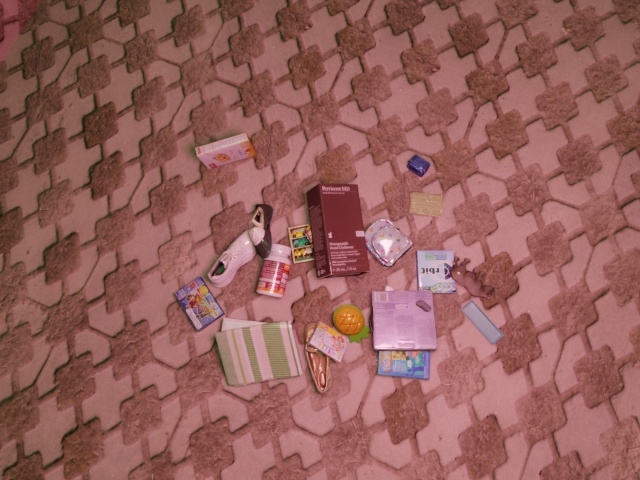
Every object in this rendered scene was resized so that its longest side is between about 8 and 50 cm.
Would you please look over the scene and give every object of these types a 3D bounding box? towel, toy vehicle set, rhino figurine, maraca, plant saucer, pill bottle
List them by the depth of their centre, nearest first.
[{"bbox_3d":[-0.252,0.468,1.755,0.326,0.038,0.247,-12,96,8],"label":"towel"},{"bbox_3d":[0.131,0.350,1.777,0.127,0.099,0.185,-34,102,9],"label":"maraca"},{"bbox_3d":[0.678,0.343,1.781,0.067,0.018,0.192,-39,78,-5],"label":"plant saucer"},{"bbox_3d":[0.645,0.174,1.782,0.243,0.073,0.106,38,63,-9],"label":"rhino figurine"},{"bbox_3d":[-0.196,0.132,1.828,0.121,0.121,0.220,11,79,6],"label":"pill bottle"},{"bbox_3d":[0.000,0.000,1.883,0.267,0.035,0.165,-11,80,1],"label":"toy vehicle set"},{"bbox_3d":[0.471,-0.160,1.896,0.148,0.027,0.109,6,79,4],"label":"towel"}]

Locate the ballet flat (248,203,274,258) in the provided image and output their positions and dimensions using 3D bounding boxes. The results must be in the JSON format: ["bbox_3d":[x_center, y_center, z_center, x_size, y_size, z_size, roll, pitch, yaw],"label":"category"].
[{"bbox_3d":[-0.263,-0.048,1.841,0.095,0.096,0.280,-36,41,34],"label":"ballet flat"}]

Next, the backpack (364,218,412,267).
[{"bbox_3d":[0.277,0.003,1.817,0.166,0.144,0.188,-45,76,0],"label":"backpack"}]

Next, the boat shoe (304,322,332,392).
[{"bbox_3d":[-0.005,0.483,1.756,0.105,0.089,0.284,-14,77,1],"label":"boat shoe"}]

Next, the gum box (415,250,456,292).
[{"bbox_3d":[0.496,0.136,1.824,0.157,0.041,0.184,0,79,3],"label":"gum box"}]

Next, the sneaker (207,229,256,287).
[{"bbox_3d":[-0.377,0.075,1.847,0.111,0.129,0.297,32,81,11],"label":"sneaker"}]

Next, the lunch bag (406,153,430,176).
[{"bbox_3d":[0.437,-0.336,1.915,0.099,0.067,0.065,37,82,11],"label":"lunch bag"}]

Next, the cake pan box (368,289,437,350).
[{"bbox_3d":[0.334,0.329,1.737,0.267,0.070,0.245,-2,63,2],"label":"cake pan box"}]

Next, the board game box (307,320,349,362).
[{"bbox_3d":[0.035,0.417,1.743,0.154,0.026,0.103,35,59,-12],"label":"board game box"}]

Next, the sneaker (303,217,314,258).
[{"bbox_3d":[-0.033,-0.012,1.837,0.084,0.069,0.185,6,73,5],"label":"sneaker"}]

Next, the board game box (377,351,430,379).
[{"bbox_3d":[0.345,0.481,1.751,0.211,0.047,0.159,5,83,5],"label":"board game box"}]

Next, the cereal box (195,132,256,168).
[{"bbox_3d":[-0.427,-0.404,1.931,0.241,0.173,0.047,-18,79,0],"label":"cereal box"}]

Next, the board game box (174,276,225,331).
[{"bbox_3d":[-0.532,0.279,1.861,0.136,0.035,0.201,-35,78,-4],"label":"board game box"}]

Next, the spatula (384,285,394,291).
[{"bbox_3d":[0.331,0.329,1.805,0.169,0.019,0.241,16,79,6],"label":"spatula"}]

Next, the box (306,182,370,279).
[{"bbox_3d":[0.072,-0.039,1.766,0.191,0.143,0.380,-3,78,-27],"label":"box"}]

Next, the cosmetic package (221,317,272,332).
[{"bbox_3d":[-0.299,0.391,1.809,0.239,0.060,0.098,7,79,5],"label":"cosmetic package"}]
